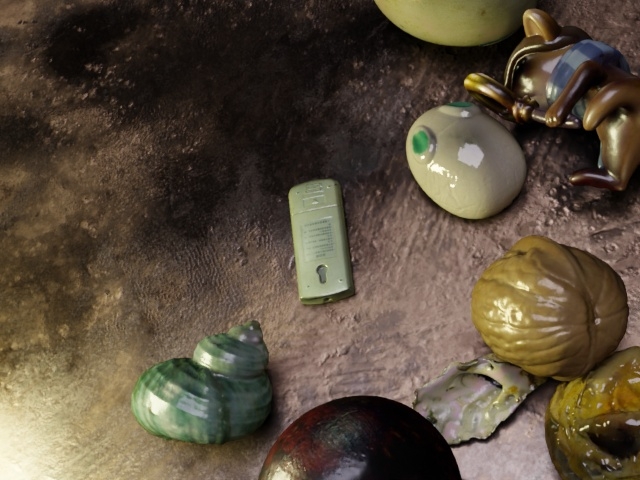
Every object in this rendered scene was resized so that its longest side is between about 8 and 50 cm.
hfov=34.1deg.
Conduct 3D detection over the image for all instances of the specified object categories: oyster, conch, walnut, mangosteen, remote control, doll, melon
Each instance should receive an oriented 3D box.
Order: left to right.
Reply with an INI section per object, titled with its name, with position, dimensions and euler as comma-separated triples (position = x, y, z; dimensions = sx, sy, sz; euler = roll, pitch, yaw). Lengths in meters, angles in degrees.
[conch]
position = -0.182, 0.243, 1.714
dimensions = 0.277, 0.195, 0.220
euler = -52, 29, 14
[remote control]
position = 0.000, 0.000, 1.853
dimensions = 0.098, 0.038, 0.234
euler = -12, 62, 10
[mangosteen]
position = 0.072, 0.381, 1.465
dimensions = 0.306, 0.306, 0.359
euler = -46, 27, -10
[melon]
position = 0.253, -0.493, 1.907
dimensions = 0.330, 0.268, 0.269
euler = 17, 69, 14
[oyster]
position = 0.239, 0.240, 1.648
dimensions = 0.209, 0.072, 0.133
euler = -42, 89, 7
[walnut]
position = 0.347, 0.100, 1.593
dimensions = 0.225, 0.225, 0.261
euler = -45, 21, -10
[doll]
position = 0.441, -0.228, 1.758
dimensions = 0.340, 0.317, 0.209
euler = 52, 122, 39

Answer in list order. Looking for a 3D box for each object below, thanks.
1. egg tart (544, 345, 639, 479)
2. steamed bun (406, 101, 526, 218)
[egg tart]
position = 0.471, 0.257, 1.531
dimensions = 0.297, 0.132, 0.297
euler = -11, 46, 12
[steamed bun]
position = 0.247, -0.149, 1.809
dimensions = 0.177, 0.131, 0.228
euler = -39, 62, -5
